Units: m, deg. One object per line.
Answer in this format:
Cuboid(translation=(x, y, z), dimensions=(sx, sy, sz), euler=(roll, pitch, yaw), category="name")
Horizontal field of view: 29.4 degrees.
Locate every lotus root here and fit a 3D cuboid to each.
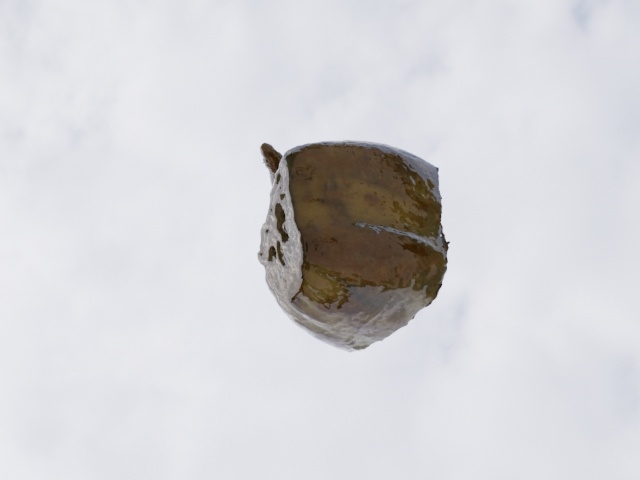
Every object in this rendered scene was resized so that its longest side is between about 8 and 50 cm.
Cuboid(translation=(0.027, 0.006, 0.893), dimensions=(0.135, 0.095, 0.159), euler=(15, -84, -36), category="lotus root")

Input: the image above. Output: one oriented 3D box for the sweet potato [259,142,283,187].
Cuboid(translation=(-0.004, 0.006, 1.067), dimensions=(0.068, 0.226, 0.068), euler=(-24, -142, 20), category="sweet potato")
